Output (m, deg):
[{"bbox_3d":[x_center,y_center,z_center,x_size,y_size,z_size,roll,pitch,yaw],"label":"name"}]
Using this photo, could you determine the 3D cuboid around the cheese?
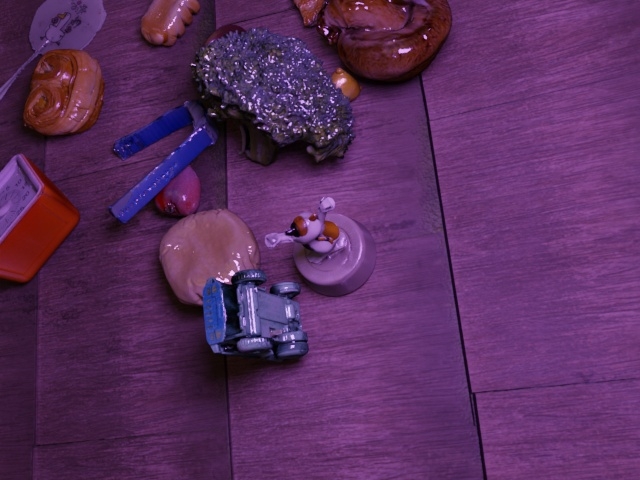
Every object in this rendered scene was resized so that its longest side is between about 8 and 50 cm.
[{"bbox_3d":[-0.243,0.034,1.464,0.214,0.117,0.226,-21,65,4],"label":"cheese"}]

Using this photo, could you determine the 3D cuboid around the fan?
[{"bbox_3d":[-0.761,-0.540,1.834,0.233,0.012,0.414,42,87,24],"label":"fan"}]

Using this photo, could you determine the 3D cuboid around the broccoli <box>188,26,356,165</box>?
[{"bbox_3d":[-0.088,-0.308,1.423,0.375,0.302,0.249,24,81,3],"label":"broccoli"}]

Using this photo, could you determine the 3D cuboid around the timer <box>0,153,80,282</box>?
[{"bbox_3d":[-0.754,-0.059,1.624,0.250,0.161,0.257,38,89,30],"label":"timer"}]

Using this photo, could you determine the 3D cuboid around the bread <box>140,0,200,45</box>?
[{"bbox_3d":[-0.383,-0.574,1.691,0.119,0.084,0.177,31,86,24],"label":"bread"}]

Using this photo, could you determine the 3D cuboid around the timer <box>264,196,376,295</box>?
[{"bbox_3d":[0.000,0.000,1.315,0.175,0.266,0.175,-5,73,15],"label":"timer"}]

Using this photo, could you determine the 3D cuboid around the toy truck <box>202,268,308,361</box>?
[{"bbox_3d":[-0.130,0.159,1.305,0.156,0.279,0.155,-16,71,22],"label":"toy truck"}]

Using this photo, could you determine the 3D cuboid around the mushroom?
[{"bbox_3d":[0.134,-0.462,1.443,0.283,0.195,0.263,19,73,4],"label":"mushroom"}]

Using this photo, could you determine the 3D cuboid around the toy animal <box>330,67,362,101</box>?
[{"bbox_3d":[0.020,-0.306,1.500,0.070,0.083,0.159,36,96,30],"label":"toy animal"}]

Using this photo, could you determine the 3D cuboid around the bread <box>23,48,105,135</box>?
[{"bbox_3d":[-0.652,-0.375,1.698,0.198,0.120,0.236,4,77,19],"label":"bread"}]

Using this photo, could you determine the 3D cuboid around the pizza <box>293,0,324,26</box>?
[{"bbox_3d":[0.000,-0.577,1.594,0.182,0.062,0.161,23,76,16],"label":"pizza"}]

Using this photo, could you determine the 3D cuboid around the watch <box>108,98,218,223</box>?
[{"bbox_3d":[-0.366,-0.199,1.536,0.275,0.068,0.276,-26,44,8],"label":"watch"}]

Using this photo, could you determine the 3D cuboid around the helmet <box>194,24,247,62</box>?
[{"bbox_3d":[-0.213,-0.418,1.585,0.155,0.106,0.175,-23,59,15],"label":"helmet"}]

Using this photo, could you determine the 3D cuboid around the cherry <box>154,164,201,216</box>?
[{"bbox_3d":[-0.324,-0.104,1.541,0.106,0.087,0.126,32,68,23],"label":"cherry"}]
